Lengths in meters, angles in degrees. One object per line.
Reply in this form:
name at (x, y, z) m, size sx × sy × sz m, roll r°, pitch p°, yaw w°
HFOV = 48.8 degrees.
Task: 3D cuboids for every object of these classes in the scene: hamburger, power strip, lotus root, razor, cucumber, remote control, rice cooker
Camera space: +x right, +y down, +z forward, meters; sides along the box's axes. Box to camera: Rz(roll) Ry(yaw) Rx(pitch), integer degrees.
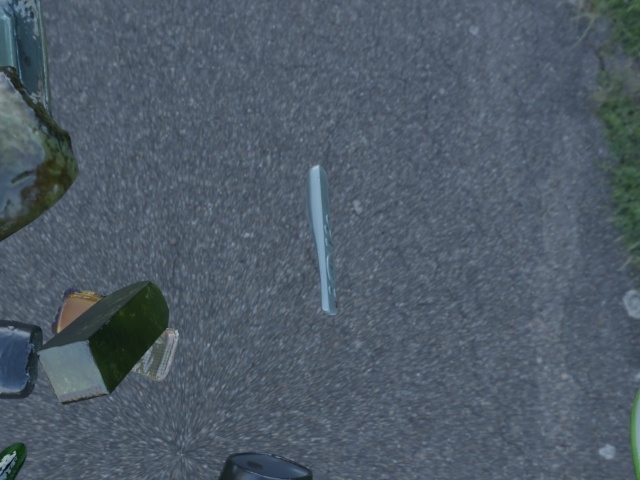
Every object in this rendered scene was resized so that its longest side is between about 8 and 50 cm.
hamburger at (-0.461, 0.172, 1.446) m, size 0.165 × 0.087 × 0.137 m, roll 21°, pitch 90°, yaw -6°
power strip at (-0.486, -0.269, 1.001) m, size 0.198 × 0.213 × 0.064 m, roll 9°, pitch 28°, yaw 13°
lotus root at (-0.445, -0.061, 0.771) m, size 0.314 × 0.142 × 0.210 m, roll -32°, pitch 113°, yaw 14°
razor at (-0.845, 0.274, 1.690) m, size 0.326 × 0.107 × 0.189 m, roll 9°, pitch 80°, yaw -10°
cucumber at (-0.508, 0.398, 0.981) m, size 0.056 × 0.056 × 0.284 m, roll 33°, pitch 48°, yaw 0°
remote control at (0.000, 0.000, 0.871) m, size 0.027 × 0.050 × 0.184 m, roll -8°, pitch 77°, yaw 14°
rice cooker at (-0.146, 0.675, 1.797) m, size 0.267 × 0.267 × 0.225 m, roll 11°, pitch 86°, yaw -8°

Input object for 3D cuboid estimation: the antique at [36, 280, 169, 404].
antique at (-0.288, 0.132, 0.983) m, size 0.080 × 0.221 × 0.081 m, roll -13°, pitch 105°, yaw 16°

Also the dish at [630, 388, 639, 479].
dish at (0.409, 0.248, 0.588) m, size 0.324 × 0.124 × 0.324 m, roll 29°, pitch 43°, yaw -30°

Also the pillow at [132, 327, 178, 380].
pillow at (-0.437, 0.271, 1.746) m, size 0.211 × 0.034 × 0.135 m, roll 2°, pitch 67°, yaw 34°
